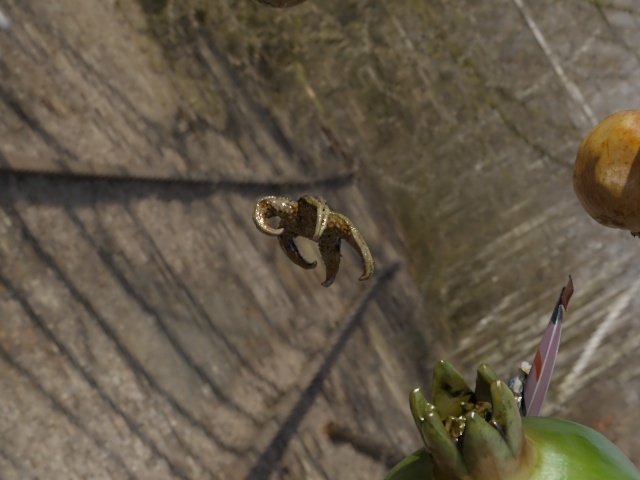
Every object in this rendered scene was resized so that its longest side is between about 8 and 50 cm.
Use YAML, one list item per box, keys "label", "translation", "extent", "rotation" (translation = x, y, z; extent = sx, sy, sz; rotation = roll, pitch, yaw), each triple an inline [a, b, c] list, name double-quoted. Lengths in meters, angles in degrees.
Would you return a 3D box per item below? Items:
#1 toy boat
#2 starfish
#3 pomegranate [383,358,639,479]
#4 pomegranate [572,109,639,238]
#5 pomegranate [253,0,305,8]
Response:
- label: "toy boat"
  translation: [0.283, 0.218, 1.667]
  extent: [0.072, 0.318, 0.219]
  rotation: [21, 30, -4]
- label: "starfish"
  translation: [0.000, 0.002, 1.636]
  extent: [0.190, 0.146, 0.074]
  rotation: [51, 52, -53]
- label: "pomegranate"
  translation: [0.171, 0.264, 1.237]
  extent: [0.216, 0.309, 0.359]
  rotation: [-104, 175, -67]
- label: "pomegranate"
  translation: [0.564, -0.113, 2.186]
  extent: [0.248, 0.248, 0.248]
  rotation: [58, 6, -10]
- label: "pomegranate"
  translation: [-0.064, -0.446, 1.906]
  extent: [0.205, 0.159, 0.159]
  rotation: [72, -7, -52]
